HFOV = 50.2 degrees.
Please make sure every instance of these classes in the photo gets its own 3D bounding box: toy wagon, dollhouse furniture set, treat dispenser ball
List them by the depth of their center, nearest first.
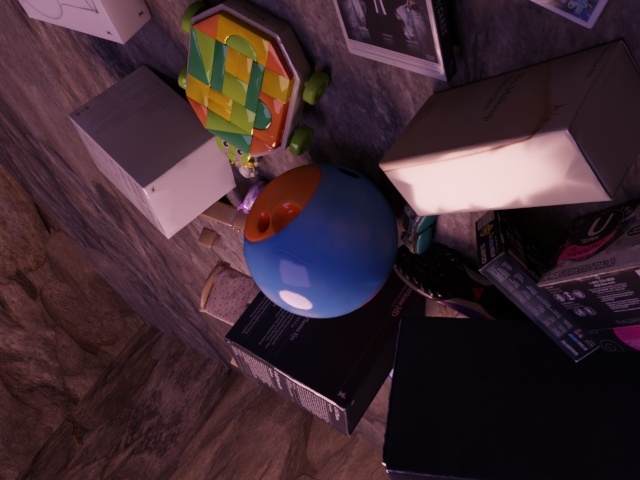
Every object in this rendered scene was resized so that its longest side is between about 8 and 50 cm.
[{"bbox_3d":[-0.133,-0.246,1.202,0.267,0.068,0.344,32,139,12],"label":"toy wagon"},{"bbox_3d":[0.000,0.000,1.271,0.288,0.288,0.288,30,155,15],"label":"treat dispenser ball"},{"bbox_3d":[-0.263,0.087,1.659,0.303,0.356,0.173,20,179,35],"label":"dollhouse furniture set"}]

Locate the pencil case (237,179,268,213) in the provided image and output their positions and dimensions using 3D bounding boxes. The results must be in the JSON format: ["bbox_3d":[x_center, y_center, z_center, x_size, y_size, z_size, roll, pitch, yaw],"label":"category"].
[{"bbox_3d":[-0.083,-0.054,1.536,0.206,0.088,0.086,31,149,10],"label":"pencil case"}]

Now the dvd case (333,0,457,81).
[{"bbox_3d":[0.079,-0.323,0.871,0.179,0.029,0.239,28,157,36],"label":"dvd case"}]

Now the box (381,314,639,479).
[{"bbox_3d":[0.391,0.383,1.255,0.479,0.298,0.472,1,146,15],"label":"box"}]

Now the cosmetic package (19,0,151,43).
[{"bbox_3d":[-0.491,-0.545,1.189,0.284,0.097,0.377,20,151,28],"label":"cosmetic package"}]

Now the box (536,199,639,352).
[{"bbox_3d":[0.451,0.040,0.918,0.163,0.142,0.247,42,154,-10],"label":"box"}]

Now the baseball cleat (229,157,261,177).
[{"bbox_3d":[-0.174,-0.206,1.404,0.109,0.072,0.206,37,154,16],"label":"baseball cleat"}]

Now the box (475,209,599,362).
[{"bbox_3d":[0.340,0.063,1.082,0.220,0.175,0.051,42,116,-11],"label":"box"}]

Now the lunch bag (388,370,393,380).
[{"bbox_3d":[0.215,0.276,1.683,0.096,0.129,0.151,4,139,44],"label":"lunch bag"}]

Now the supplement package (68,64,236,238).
[{"bbox_3d":[-0.349,-0.188,1.450,0.262,0.199,0.198,41,160,23],"label":"supplement package"}]

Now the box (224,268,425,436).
[{"bbox_3d":[0.020,0.198,1.539,0.312,0.343,0.179,27,153,23],"label":"box"}]

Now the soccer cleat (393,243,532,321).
[{"bbox_3d":[0.281,0.106,1.319,0.318,0.109,0.116,24,158,20],"label":"soccer cleat"}]

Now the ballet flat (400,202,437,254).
[{"bbox_3d":[0.176,-0.039,1.248,0.070,0.070,0.188,30,152,14],"label":"ballet flat"}]

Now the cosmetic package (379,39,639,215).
[{"bbox_3d":[0.240,-0.129,0.875,0.113,0.160,0.309,48,153,-23],"label":"cosmetic package"}]

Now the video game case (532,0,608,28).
[{"bbox_3d":[0.225,-0.330,0.696,0.201,0.023,0.183,31,155,11],"label":"video game case"}]

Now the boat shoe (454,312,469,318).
[{"bbox_3d":[0.319,0.287,1.528,0.135,0.156,0.367,28,155,19],"label":"boat shoe"}]
